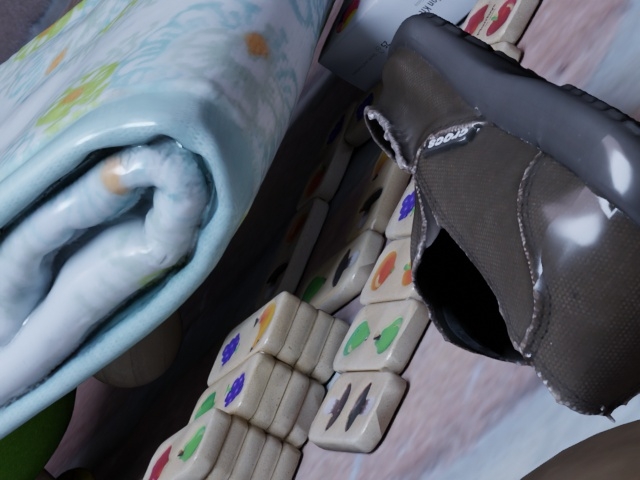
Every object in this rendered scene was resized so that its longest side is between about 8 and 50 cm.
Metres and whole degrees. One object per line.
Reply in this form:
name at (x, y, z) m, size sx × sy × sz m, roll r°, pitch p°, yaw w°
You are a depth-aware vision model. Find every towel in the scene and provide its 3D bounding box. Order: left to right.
towel at (-0.148, -0.017, 0.927) m, size 0.374 × 0.090 × 0.320 m, roll -35°, pitch 21°, yaw 26°

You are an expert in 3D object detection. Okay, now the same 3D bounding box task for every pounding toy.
pounding toy at (-0.146, 0.103, 0.977) m, size 0.237 × 0.110 × 0.183 m, roll -41°, pitch 18°, yaw 8°

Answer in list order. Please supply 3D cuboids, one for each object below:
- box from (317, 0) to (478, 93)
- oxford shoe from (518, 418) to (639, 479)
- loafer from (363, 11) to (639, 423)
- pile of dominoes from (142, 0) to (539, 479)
box at (0.073, -0.174, 0.900) m, size 0.145 × 0.038 × 0.186 m, roll -40°, pitch 22°, yaw 54°
oxford shoe at (0.032, 0.111, 0.413) m, size 0.096 × 0.083 × 0.227 m, roll -38°, pitch -7°, yaw -44°
loafer at (0.049, -0.009, 0.553) m, size 0.078 × 0.080 × 0.220 m, roll -57°, pitch 14°, yaw 4°
pile of dominoes at (0.000, 0.000, 0.787) m, size 0.196 × 0.040 × 0.251 m, roll -39°, pitch 25°, yaw 54°
